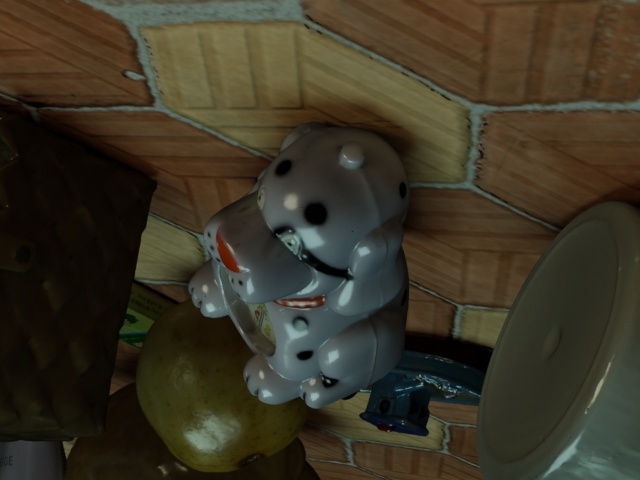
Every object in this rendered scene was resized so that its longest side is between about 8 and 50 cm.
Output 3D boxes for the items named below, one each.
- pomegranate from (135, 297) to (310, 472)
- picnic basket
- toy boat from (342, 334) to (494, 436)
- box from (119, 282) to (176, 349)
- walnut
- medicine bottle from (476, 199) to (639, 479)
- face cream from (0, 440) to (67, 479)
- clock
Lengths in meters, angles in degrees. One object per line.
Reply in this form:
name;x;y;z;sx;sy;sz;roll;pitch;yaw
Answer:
pomegranate;-0.097;0.133;1.780;0.196;0.196;0.196;16;161;6
picnic basket;-0.330;0.028;1.492;0.321;0.291;0.254;20;163;-35
toy boat;0.090;0.150;1.757;0.223;0.097;0.100;3;159;39
box;-0.233;0.069;1.914;0.235;0.034;0.132;30;158;-32
walnut;-0.168;0.316;2.170;0.344;0.306;0.306;-1;154;36
medicine bottle;0.268;0.117;1.287;0.232;0.238;0.238;24;160;-13
face cream;-0.374;0.256;2.237;0.096;0.274;0.154;-3;170;-22
clock;-0.002;0.003;1.348;0.189;0.189;0.254;17;155;3
